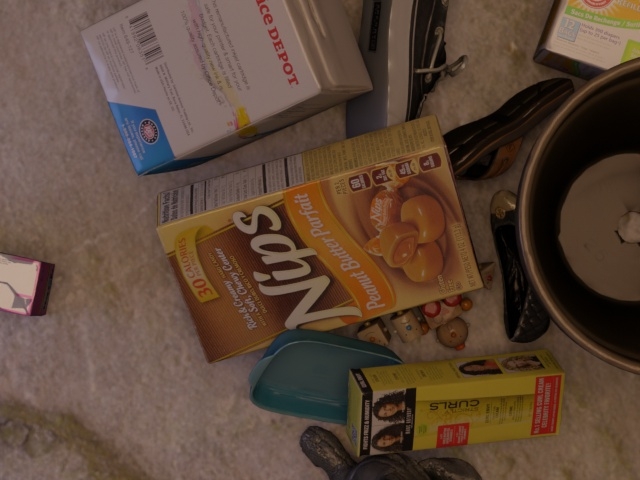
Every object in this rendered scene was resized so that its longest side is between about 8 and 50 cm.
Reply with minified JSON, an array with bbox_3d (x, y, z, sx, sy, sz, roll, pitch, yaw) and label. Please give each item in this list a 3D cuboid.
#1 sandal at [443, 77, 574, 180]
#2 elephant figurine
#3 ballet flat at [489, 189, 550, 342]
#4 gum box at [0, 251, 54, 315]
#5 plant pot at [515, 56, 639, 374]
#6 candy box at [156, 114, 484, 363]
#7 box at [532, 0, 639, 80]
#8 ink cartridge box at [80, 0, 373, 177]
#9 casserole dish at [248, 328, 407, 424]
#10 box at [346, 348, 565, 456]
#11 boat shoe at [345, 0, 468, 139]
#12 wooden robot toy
[{"bbox_3d":[0.194,-0.106,1.973,0.219,0.090,0.060,-33,111,-8],"label":"sandal"},{"bbox_3d":[0.094,0.300,1.903,0.186,0.169,0.239,-19,92,4],"label":"elephant figurine"},{"bbox_3d":[0.219,0.029,1.967,0.049,0.057,0.173,-12,90,-42],"label":"ballet flat"},{"bbox_3d":[-0.395,0.035,1.940,0.188,0.107,0.062,12,88,0],"label":"gum box"},{"bbox_3d":[0.352,-0.022,1.861,0.323,0.280,0.323,0,89,0],"label":"plant pot"},{"bbox_3d":[0.000,0.000,1.904,0.316,0.087,0.183,-16,118,4],"label":"candy box"},{"bbox_3d":[0.351,-0.223,1.956,0.203,0.103,0.114,19,88,0],"label":"box"},{"bbox_3d":[-0.095,-0.193,1.883,0.232,0.168,0.171,-22,88,22],"label":"ink cartridge box"},{"bbox_3d":[0.007,0.146,1.932,0.188,0.037,0.114,13,127,-28],"label":"casserole dish"},{"bbox_3d":[0.146,0.177,1.927,0.232,0.058,0.087,-4,116,-14],"label":"box"},{"bbox_3d":[0.099,-0.202,1.953,0.105,0.113,0.306,1,97,-24],"label":"boat shoe"},{"bbox_3d":[0.133,0.093,1.964,0.173,0.076,0.079,-29,99,-1],"label":"wooden robot toy"}]
